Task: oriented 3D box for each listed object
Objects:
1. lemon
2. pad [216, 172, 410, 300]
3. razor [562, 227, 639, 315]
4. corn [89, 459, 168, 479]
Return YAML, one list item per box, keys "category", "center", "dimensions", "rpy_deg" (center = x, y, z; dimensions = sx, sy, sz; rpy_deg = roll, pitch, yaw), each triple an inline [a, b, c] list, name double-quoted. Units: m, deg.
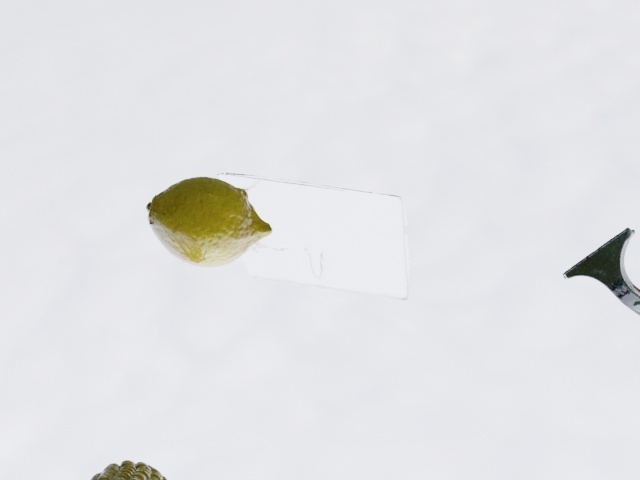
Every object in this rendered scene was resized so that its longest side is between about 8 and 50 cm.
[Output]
- category: "lemon"
  center: [-0.080, -0.013, 1.183]
  dimensions: [0.092, 0.065, 0.065]
  rpy_deg: [10, -153, 0]
- category: "pad"
  center: [0.000, 0.000, 1.413]
  dimensions: [0.156, 0.232, 0.004]
  rpy_deg: [8, -112, 8]
- category: "razor"
  center: [0.269, 0.068, 1.238]
  dimensions: [0.066, 0.190, 0.033]
  rpy_deg: [-38, -154, 32]
- category: "corn"
  center: [-0.153, 0.221, 1.229]
  dimensions: [0.080, 0.080, 0.231]
  rpy_deg: [-8, -175, 2]
